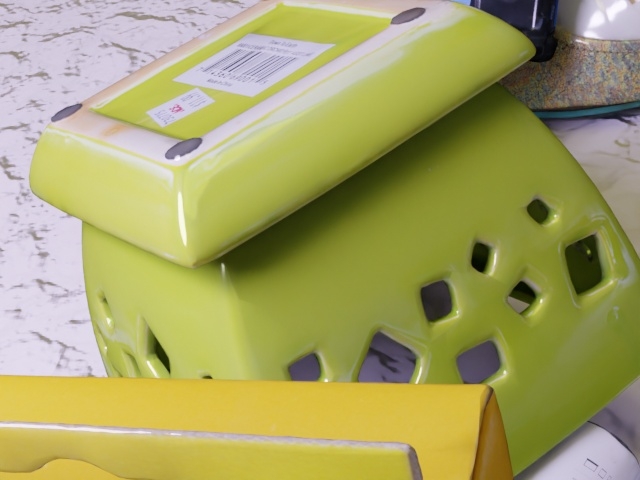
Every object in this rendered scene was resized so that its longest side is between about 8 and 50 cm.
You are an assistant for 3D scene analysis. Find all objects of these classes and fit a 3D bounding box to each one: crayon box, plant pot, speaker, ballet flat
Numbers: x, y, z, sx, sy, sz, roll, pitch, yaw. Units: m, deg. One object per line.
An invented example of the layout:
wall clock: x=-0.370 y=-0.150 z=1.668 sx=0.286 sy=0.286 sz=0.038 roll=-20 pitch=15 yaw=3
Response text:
crayon box: x=-0.027 y=0.148 z=0.498 sx=0.202 sy=0.318 sz=0.081 roll=0 pitch=41 yaw=18
plant pot: x=0.000 y=0.000 z=0.723 sx=0.227 sy=0.207 sz=0.228 roll=-33 pitch=25 yaw=-20
speaker: x=0.096 y=0.147 z=0.671 sx=0.055 sy=0.055 sz=0.136 roll=15 pitch=48 yaw=32
ballet flat: x=0.260 y=-0.159 z=0.945 sx=0.349 sy=0.123 sz=0.123 roll=-4 pitch=40 yaw=13

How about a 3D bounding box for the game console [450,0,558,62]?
game console: x=0.008 y=-0.186 z=0.982 sx=0.173 sy=0.250 sz=0.293 roll=-6 pitch=17 yaw=-33
